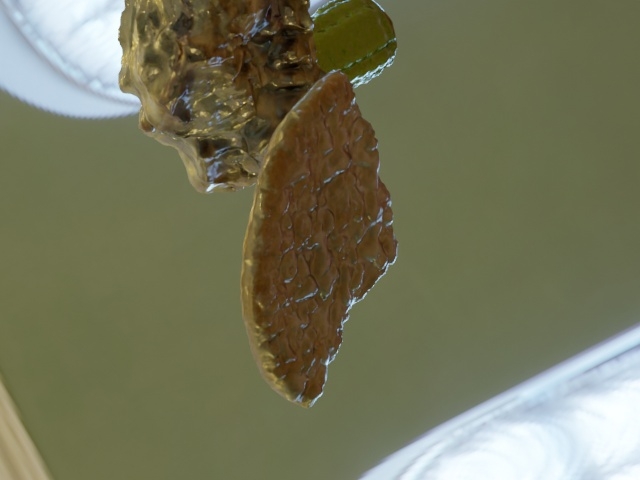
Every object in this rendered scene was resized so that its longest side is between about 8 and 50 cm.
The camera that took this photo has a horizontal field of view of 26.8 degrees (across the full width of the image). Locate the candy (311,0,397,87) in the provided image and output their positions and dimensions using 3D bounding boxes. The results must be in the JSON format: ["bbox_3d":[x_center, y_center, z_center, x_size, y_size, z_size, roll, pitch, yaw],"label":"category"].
[{"bbox_3d":[-0.017,-0.190,1.436,0.209,0.097,0.097,-29,-93,-25],"label":"candy"}]

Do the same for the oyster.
[{"bbox_3d":[-0.100,-0.165,1.277,0.107,0.201,0.354,-79,-19,-50],"label":"oyster"}]

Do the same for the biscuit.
[{"bbox_3d":[0.000,0.000,1.050,0.188,0.040,0.265,5,-86,-57],"label":"biscuit"}]
